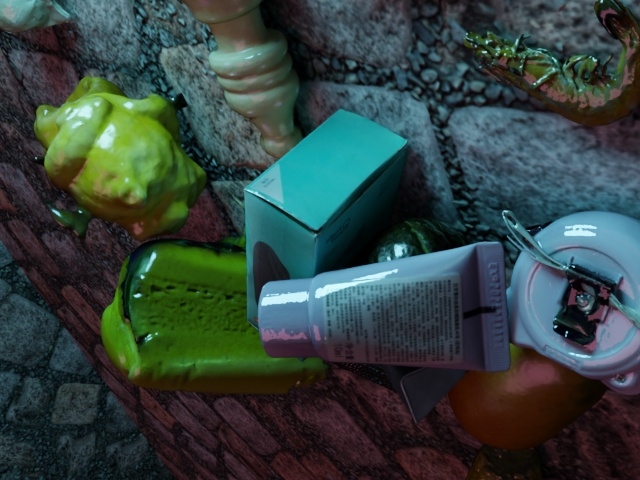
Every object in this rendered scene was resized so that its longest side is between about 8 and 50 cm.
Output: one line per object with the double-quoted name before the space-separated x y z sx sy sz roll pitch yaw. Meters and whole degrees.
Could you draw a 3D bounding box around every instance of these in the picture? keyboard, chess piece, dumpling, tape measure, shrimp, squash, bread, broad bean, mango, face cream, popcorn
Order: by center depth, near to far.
"shrimp" 0.223 -0.180 0.621 0.178 0.034 0.124 36 144 14
"tape measure" 0.280 0.057 0.700 0.196 0.105 0.178 20 110 41
"face cream" 0.071 0.082 0.750 0.273 0.096 0.154 -3 103 13
"chess piece" -0.089 -0.239 0.857 0.138 0.124 0.307 -11 127 16
"squash" 0.116 0.056 0.865 0.193 0.193 0.156 -30 79 57
"mango" 0.260 0.176 0.878 0.175 0.139 0.254 34 137 10
"popcorn" -0.333 -0.150 1.108 0.316 0.281 0.297 51 -178 19
"bread" -0.182 0.135 1.143 0.208 0.376 0.251 -17 69 52
"dumpling" -0.526 -0.430 1.145 0.199 0.118 0.136 16 144 7
"keyboard" 0.067 0.238 1.281 0.204 0.013 0.061 19 139 36
"broad bean" -0.178 0.013 1.283 0.098 0.056 0.318 49 143 7

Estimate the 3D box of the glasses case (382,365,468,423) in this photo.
"glasses case" 0.126 0.160 0.924 0.056 0.105 0.266 43 180 -4

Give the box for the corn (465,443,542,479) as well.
"corn" 0.304 0.461 1.149 0.131 0.131 0.344 26 142 29

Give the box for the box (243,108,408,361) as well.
"box" 0.000 0.000 0.919 0.118 0.205 0.311 31 146 18
